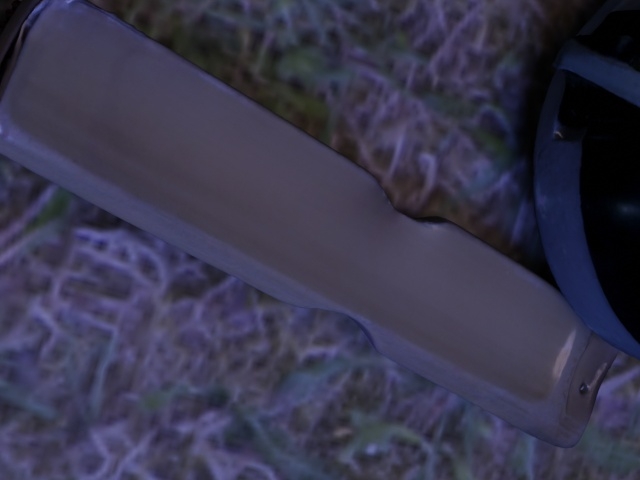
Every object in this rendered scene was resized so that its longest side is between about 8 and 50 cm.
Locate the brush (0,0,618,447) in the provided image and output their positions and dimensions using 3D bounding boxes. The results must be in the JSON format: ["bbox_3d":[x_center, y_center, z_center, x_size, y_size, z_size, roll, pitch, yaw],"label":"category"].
[{"bbox_3d":[0.000,0.000,0.686,0.321,0.050,0.060,30,81,-37],"label":"brush"}]

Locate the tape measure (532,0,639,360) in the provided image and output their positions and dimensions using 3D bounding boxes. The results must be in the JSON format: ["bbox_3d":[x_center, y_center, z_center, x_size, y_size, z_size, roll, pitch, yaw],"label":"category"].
[{"bbox_3d":[0.173,-0.033,0.737,0.181,0.107,0.182,-40,114,-21],"label":"tape measure"}]
